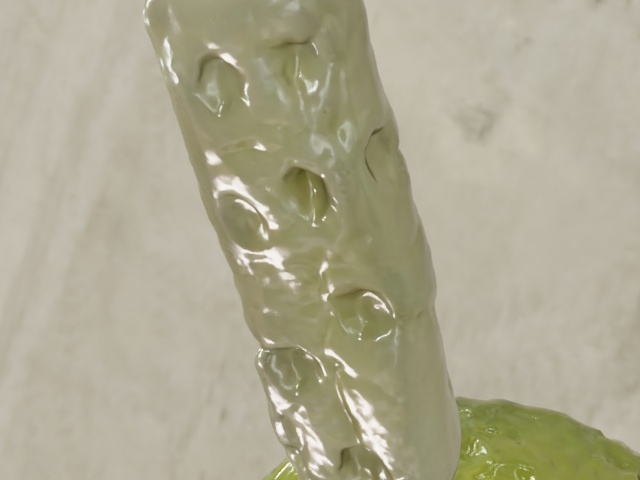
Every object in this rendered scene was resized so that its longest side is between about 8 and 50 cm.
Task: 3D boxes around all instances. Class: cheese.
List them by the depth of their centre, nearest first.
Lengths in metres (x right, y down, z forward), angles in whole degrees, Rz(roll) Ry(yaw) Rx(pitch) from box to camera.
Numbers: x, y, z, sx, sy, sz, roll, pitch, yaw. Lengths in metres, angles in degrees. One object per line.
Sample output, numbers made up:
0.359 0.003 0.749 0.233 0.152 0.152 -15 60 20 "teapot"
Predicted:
0.000 0.000 0.551 0.065 0.194 0.043 7 38 30 "cheese"

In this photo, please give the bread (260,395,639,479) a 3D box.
0.061 0.270 0.928 0.348 0.348 0.308 -56 17 35 "bread"
